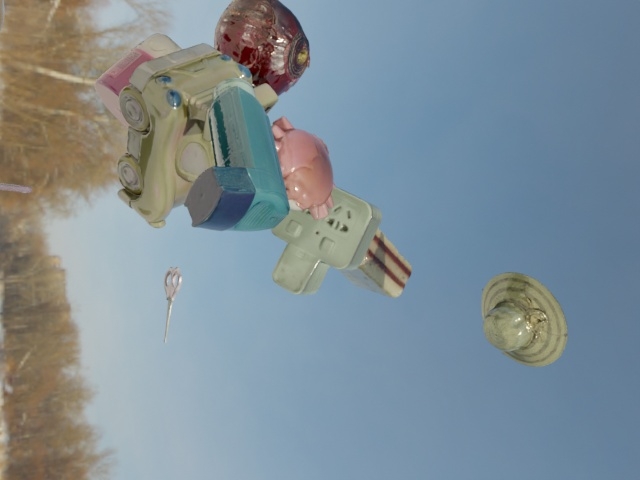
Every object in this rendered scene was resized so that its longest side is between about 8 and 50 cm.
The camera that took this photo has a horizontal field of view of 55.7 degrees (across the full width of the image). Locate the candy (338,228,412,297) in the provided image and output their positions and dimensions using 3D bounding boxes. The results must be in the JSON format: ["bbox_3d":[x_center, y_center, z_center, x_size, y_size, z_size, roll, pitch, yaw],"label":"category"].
[{"bbox_3d":[0.136,0.053,1.861,0.179,0.321,0.135,17,-109,40],"label":"candy"}]

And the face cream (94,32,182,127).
[{"bbox_3d":[-0.412,-0.374,1.460,0.175,0.195,0.175,35,-19,14],"label":"face cream"}]

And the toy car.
[{"bbox_3d":[-0.241,-0.185,1.192,0.226,0.242,0.336,35,-46,16],"label":"toy car"}]

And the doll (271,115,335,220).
[{"bbox_3d":[-0.032,-0.144,1.191,0.093,0.262,0.211,-22,-67,26],"label":"doll"}]

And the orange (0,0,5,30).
[{"bbox_3d":[-0.712,-0.454,1.079,0.279,0.279,0.235,117,-35,-42],"label":"orange"}]

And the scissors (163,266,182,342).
[{"bbox_3d":[-0.375,0.159,1.506,0.100,0.015,0.189,-3,-102,55],"label":"scissors"}]

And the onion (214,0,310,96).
[{"bbox_3d":[-0.158,-0.456,1.438,0.206,0.216,0.207,-64,163,-13],"label":"onion"}]

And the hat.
[{"bbox_3d":[0.460,0.209,1.478,0.252,0.110,0.252,26,-55,44],"label":"hat"}]

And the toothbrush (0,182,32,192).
[{"bbox_3d":[-0.850,-0.133,1.428,0.024,0.354,0.029,-14,-99,31],"label":"toothbrush"}]

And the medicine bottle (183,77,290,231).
[{"bbox_3d":[-0.111,-0.115,0.787,0.079,0.124,0.258,-45,-138,35],"label":"medicine bottle"}]

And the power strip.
[{"bbox_3d":[0.000,0.000,1.423,0.229,0.141,0.261,28,-84,26],"label":"power strip"}]
